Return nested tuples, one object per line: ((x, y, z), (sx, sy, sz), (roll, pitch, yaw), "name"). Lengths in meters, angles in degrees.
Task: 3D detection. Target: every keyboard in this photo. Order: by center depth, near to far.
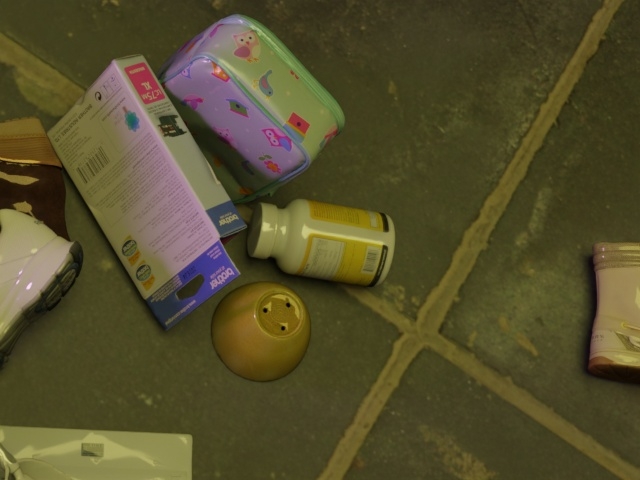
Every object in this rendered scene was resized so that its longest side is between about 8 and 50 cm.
((-0.285, 0.272, 1.919), (0.256, 0.014, 0.072), (5, 66, -18), "keyboard")

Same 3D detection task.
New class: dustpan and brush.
((-0.353, 0.292, 1.828), (0.211, 0.060, 0.147), (38, 24, 1), "dustpan and brush")

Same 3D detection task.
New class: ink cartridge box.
((-0.213, -0.058, 1.957), (0.065, 0.186, 0.311), (-22, 79, -47), "ink cartridge box")

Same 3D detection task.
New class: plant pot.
((-0.066, 0.109, 2.002), (0.134, 0.095, 0.134), (6, 71, -17), "plant pot")

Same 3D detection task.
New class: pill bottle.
((0.000, 0.000, 2.057), (0.184, 0.103, 0.103), (10, 69, -16), "pill bottle")

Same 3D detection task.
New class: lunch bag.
((-0.103, -0.161, 1.984), (0.224, 0.279, 0.108), (43, 64, -13), "lunch bag")

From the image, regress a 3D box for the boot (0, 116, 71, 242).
((-0.440, -0.037, 1.929), (0.248, 0.090, 0.207), (-12, 84, -12), "boot")

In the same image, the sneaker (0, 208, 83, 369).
((-0.423, 0.092, 1.874), (0.129, 0.111, 0.297), (38, 77, 9), "sneaker")

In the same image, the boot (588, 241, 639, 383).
((0.508, 0.108, 2.204), (0.261, 0.095, 0.204), (8, 68, -12), "boot")
